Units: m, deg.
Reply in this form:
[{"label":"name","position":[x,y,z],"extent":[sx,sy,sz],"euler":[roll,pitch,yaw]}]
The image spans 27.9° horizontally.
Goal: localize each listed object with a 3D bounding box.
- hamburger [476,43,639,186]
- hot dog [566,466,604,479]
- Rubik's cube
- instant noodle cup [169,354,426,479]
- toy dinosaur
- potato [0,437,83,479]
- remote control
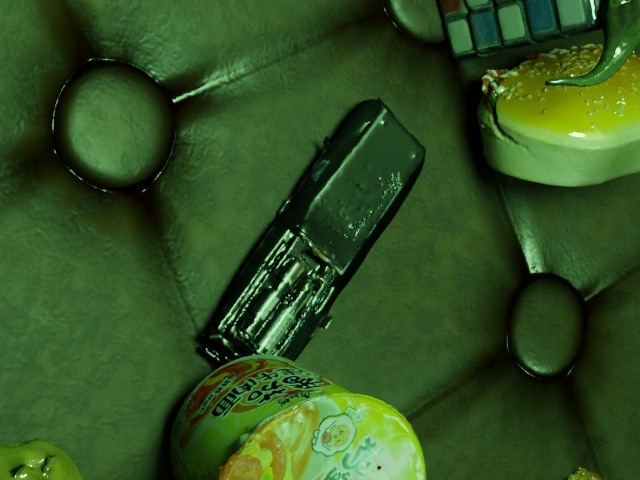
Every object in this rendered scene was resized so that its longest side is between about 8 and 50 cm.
[{"label":"hamburger","position":[0.349,-0.173,1.732],"extent":[0.295,0.227,0.151],"euler":[-14,119,-36]},{"label":"hot dog","position":[0.372,0.405,1.829],"extent":[0.071,0.045,0.165],"euler":[5,86,-31]},{"label":"Rubik's cube","position":[0.327,-0.414,1.682],"extent":[0.292,0.287,0.293],"euler":[-17,98,-32]},{"label":"instant noodle cup","position":[-0.039,0.257,1.446],"extent":[0.264,0.200,0.264],"euler":[-8,109,-25]},{"label":"toy dinosaur","position":[0.322,-0.276,1.500],"extent":[0.179,0.087,0.187],"euler":[-18,83,6]},{"label":"potato","position":[-0.306,0.360,1.333],"extent":[0.173,0.140,0.300],"euler":[-6,88,-38]},{"label":"remote control","position":[0.000,0.000,1.589],"extent":[0.144,0.062,0.399],"euler":[44,68,-25]}]
